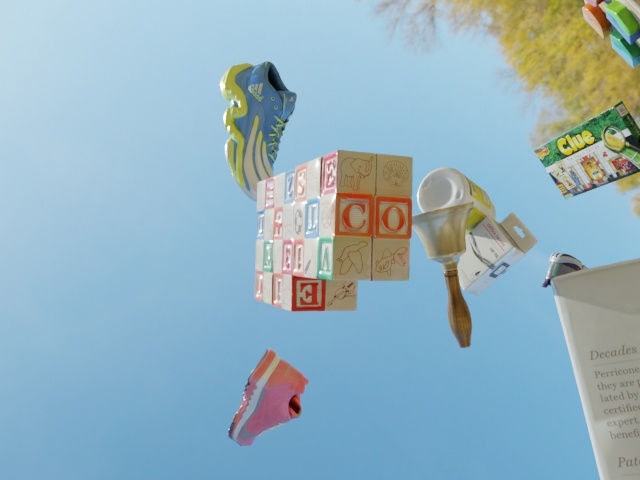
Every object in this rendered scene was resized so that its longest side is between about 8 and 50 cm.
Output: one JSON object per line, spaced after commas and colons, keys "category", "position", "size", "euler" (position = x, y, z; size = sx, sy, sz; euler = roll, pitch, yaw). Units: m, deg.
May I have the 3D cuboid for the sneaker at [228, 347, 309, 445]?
{"category": "sneaker", "position": [-0.116, 0.389, 1.310], "size": [0.136, 0.314, 0.116], "euler": [26, -142, 6]}

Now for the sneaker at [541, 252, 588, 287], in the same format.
{"category": "sneaker", "position": [0.613, 0.117, 1.347], "size": [0.223, 0.098, 0.083], "euler": [29, 173, -11]}

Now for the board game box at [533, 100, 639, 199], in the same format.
{"category": "board game box", "position": [0.554, -0.175, 1.179], "size": [0.030, 0.259, 0.136], "euler": [-30, -93, -15]}

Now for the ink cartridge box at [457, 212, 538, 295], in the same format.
{"category": "ink cartridge box", "position": [0.367, 0.022, 1.258], "size": [0.060, 0.180, 0.104], "euler": [21, -149, -42]}

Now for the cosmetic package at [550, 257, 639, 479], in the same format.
{"category": "cosmetic package", "position": [0.581, 0.242, 0.866], "size": [0.329, 0.327, 0.394], "euler": [31, -132, -55]}

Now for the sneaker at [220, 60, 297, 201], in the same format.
{"category": "sneaker", "position": [-0.098, -0.191, 0.973], "size": [0.091, 0.126, 0.240], "euler": [-14, -89, -55]}

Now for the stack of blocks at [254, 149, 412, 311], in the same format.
{"category": "stack of blocks", "position": [0.000, 0.000, 0.703], "size": [0.087, 0.297, 0.171], "euler": [2, -92, -21]}

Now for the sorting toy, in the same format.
{"category": "sorting toy", "position": [0.455, -0.352, 0.899], "size": [0.193, 0.038, 0.208], "euler": [19, -138, -57]}

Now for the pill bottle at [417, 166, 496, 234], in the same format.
{"category": "pill bottle", "position": [0.314, -0.079, 1.297], "size": [0.208, 0.119, 0.119], "euler": [20, -144, -52]}

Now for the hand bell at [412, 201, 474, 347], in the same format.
{"category": "hand bell", "position": [0.227, 0.064, 0.990], "size": [0.126, 0.126, 0.242], "euler": [-12, -90, -45]}
